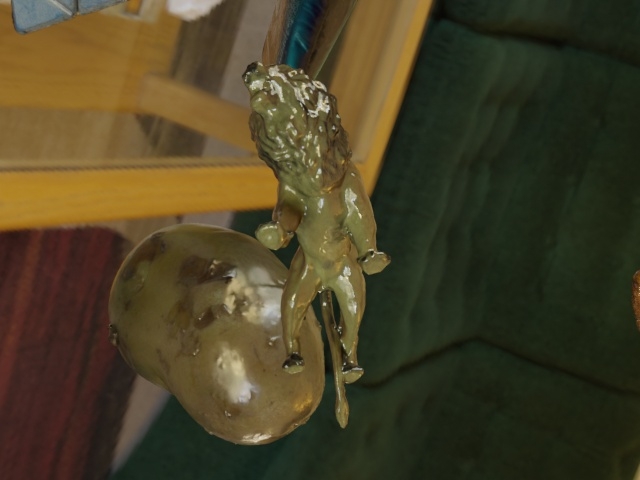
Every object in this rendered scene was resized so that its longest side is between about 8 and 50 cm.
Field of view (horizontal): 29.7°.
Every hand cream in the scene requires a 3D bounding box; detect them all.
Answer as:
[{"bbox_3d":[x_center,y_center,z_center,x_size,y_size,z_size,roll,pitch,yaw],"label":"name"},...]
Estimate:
[{"bbox_3d":[-0.013,-0.189,0.987,0.270,0.061,0.120,120,-29,-49],"label":"hand cream"}]

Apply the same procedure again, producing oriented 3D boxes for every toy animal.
[{"bbox_3d":[0.001,0.009,0.661,0.086,0.069,0.219,-101,-175,-70],"label":"toy animal"}]

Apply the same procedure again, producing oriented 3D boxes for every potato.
[{"bbox_3d":[-0.089,0.076,1.089,0.165,0.262,0.165,-20,124,-33],"label":"potato"}]

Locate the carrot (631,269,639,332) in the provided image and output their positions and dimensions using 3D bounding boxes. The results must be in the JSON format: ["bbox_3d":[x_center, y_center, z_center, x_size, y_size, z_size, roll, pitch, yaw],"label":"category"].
[{"bbox_3d":[0.349,0.069,1.289,0.035,0.036,0.165,-61,150,-13],"label":"carrot"}]

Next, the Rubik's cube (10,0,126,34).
[{"bbox_3d":[-0.167,-0.262,0.958,0.211,0.178,0.190,-58,152,-9],"label":"Rubik's cube"}]
